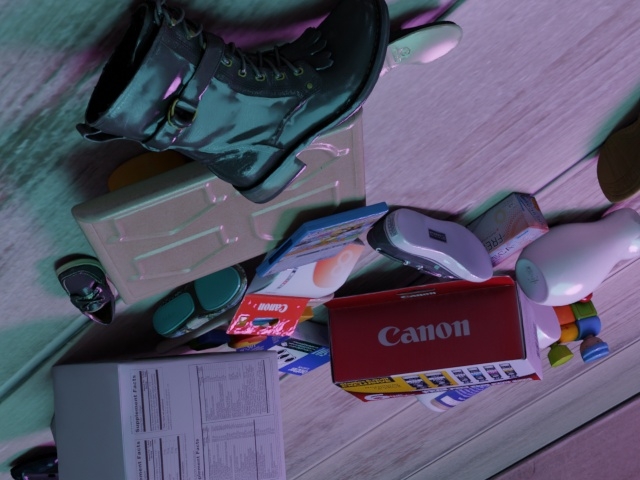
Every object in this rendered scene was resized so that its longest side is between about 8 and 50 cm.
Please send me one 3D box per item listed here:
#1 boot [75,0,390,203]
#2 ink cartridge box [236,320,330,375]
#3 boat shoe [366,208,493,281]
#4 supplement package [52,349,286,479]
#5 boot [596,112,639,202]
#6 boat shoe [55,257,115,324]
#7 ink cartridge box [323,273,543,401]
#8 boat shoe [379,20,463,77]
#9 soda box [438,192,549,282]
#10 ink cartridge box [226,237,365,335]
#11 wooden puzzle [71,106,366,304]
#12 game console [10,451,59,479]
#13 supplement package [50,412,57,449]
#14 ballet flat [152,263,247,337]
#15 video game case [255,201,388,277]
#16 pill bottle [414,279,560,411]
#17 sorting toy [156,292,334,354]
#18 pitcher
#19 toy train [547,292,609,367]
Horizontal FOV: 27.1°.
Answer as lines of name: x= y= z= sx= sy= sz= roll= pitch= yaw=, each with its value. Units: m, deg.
boot: x=-0.076 y=-0.164 z=1.237 sx=0.229 sy=0.091 sz=0.263 roll=29 pitch=99 yaw=-41
ink cartridge box: x=-0.047 y=0.170 z=2.141 sx=0.097 sy=0.046 sz=0.207 roll=-28 pitch=159 yaw=18
boat shoe: x=0.155 y=0.017 z=1.911 sx=0.076 sy=0.080 sz=0.228 roll=-26 pitch=151 yaw=37
supplement package: x=-0.216 y=0.263 z=1.896 sx=0.262 sy=0.198 sz=0.199 roll=-2 pitch=176 yaw=-38
boot: x=0.524 y=-0.151 z=1.880 sx=0.203 sy=0.095 sz=0.262 roll=-13 pitch=153 yaw=-26
boat shoe: x=-0.283 y=0.065 z=1.650 sx=0.056 sy=0.049 sz=0.152 roll=-23 pitch=158 yaw=3
ink cartridge box: x=0.177 y=0.160 z=2.108 sx=0.309 sy=0.130 sz=0.272 roll=-9 pitch=163 yaw=15
boat shoe: x=0.083 y=-0.204 z=1.389 sx=0.133 sy=0.042 sz=0.049 roll=-20 pitch=138 yaw=-5
soda box: x=0.254 y=0.002 z=2.012 sx=0.183 sy=0.063 sz=0.058 roll=-37 pitch=152 yaw=33
ink cartridge box: x=-0.033 y=0.064 z=1.808 sx=0.145 sy=0.045 sz=0.179 roll=7 pitch=114 yaw=-51
wooden puzzle: x=-0.107 y=-0.052 z=1.522 sx=0.322 sy=0.080 sz=0.348 roll=-21 pitch=164 yaw=-5
game console: x=-0.377 y=0.386 z=2.339 sx=0.213 sy=0.044 sz=0.361 roll=-35 pitch=156 yaw=25
supplement package: x=-0.347 y=0.293 z=2.057 sx=0.105 sy=0.105 sz=0.179 roll=-11 pitch=157 yaw=-24
ballet flat: x=-0.150 y=0.076 z=1.797 sx=0.188 sy=0.070 sz=0.070 roll=-28 pitch=160 yaw=38
video game case: x=0.000 y=0.000 z=1.660 sx=0.119 sy=0.015 sz=0.166 roll=-15 pitch=166 yaw=-29
pill bottle: x=0.279 y=0.181 z=2.342 sx=0.264 sy=0.153 sz=0.153 roll=-33 pitch=157 yaw=26
sorting toy: x=-0.106 y=0.123 z=1.922 sx=0.193 sy=0.038 sz=0.208 roll=-28 pitch=166 yaw=38
pitcher: x=0.412 y=0.031 z=2.185 sx=0.207 sy=0.125 sz=0.178 roll=-25 pitch=177 yaw=-25
toy train: x=0.418 y=0.173 z=2.472 sx=0.248 sy=0.143 sz=0.105 roll=-10 pitch=155 yaw=-29
